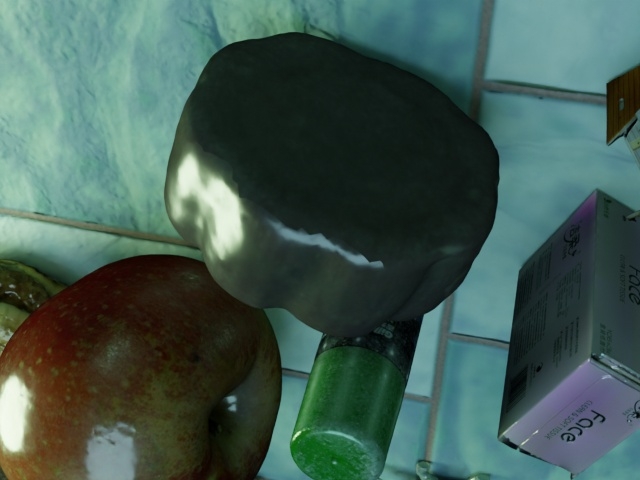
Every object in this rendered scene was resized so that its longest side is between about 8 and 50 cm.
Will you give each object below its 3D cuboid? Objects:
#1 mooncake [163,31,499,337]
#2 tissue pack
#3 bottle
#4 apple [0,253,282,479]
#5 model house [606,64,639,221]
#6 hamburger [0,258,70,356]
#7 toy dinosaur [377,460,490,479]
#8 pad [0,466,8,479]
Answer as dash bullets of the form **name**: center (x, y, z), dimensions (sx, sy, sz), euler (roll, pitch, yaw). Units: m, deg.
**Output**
- **mooncake**: center (0.009, -0.052, 0.924), dimensions (0.306, 0.306, 0.154), euler (22, 137, -1)
- **tissue pack**: center (0.260, 0.086, 0.972), dimensions (0.092, 0.246, 0.148), euler (29, 132, -7)
- **bottle**: center (0.051, 0.088, 0.987), dimensions (0.093, 0.330, 0.093), euler (9, 131, 11)
- **apple**: center (-0.206, 0.181, 1.147), dimensions (0.277, 0.348, 0.349), euler (13, 133, 25)
- **model house**: center (0.347, -0.125, 0.849), dimensions (0.219, 0.207, 0.136), euler (-32, 77, 36)
- **hamburger**: center (-0.431, 0.150, 1.327), dimensions (0.259, 0.145, 0.283), euler (9, 129, 10)
- **toy dinosaur**: center (0.148, 0.343, 1.367), dimensions (0.208, 0.039, 0.082), euler (12, 133, 9)
- **pad**: center (-0.629, 0.297, 1.606), dimensions (0.330, 0.004, 0.220), euler (40, 129, -16)
